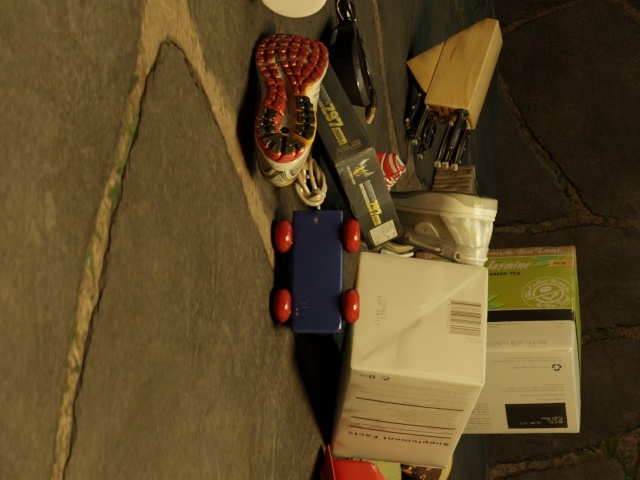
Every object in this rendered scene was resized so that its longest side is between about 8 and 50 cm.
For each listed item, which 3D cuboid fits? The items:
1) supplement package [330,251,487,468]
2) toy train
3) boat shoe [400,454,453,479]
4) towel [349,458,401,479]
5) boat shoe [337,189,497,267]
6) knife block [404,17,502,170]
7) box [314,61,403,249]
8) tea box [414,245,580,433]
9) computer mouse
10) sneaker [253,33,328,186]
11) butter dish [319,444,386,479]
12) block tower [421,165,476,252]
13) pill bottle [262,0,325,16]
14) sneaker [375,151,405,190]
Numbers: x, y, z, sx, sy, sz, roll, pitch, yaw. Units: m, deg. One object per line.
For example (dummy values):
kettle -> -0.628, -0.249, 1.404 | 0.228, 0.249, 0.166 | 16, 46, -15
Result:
supplement package -> 0.117, 0.171, 1.704 | 0.293, 0.175, 0.178 | 99, -2, -59
toy train -> 0.000, 0.000, 1.587 | 0.143, 0.105, 0.248 | 70, 20, -79
boat shoe -> 0.154, 0.325, 2.073 | 0.123, 0.123, 0.342 | 52, -40, 33
towel -> 0.085, 0.356, 1.948 | 0.148, 0.027, 0.110 | -8, 100, -57
boat shoe -> 0.128, -0.014, 1.771 | 0.118, 0.320, 0.103 | 7, 86, -35
knife block -> 0.287, -0.283, 2.496 | 0.242, 0.275, 0.088 | 62, 1, 27
box -> 0.033, -0.119, 1.647 | 0.233, 0.059, 0.183 | 66, -2, -59
tea box -> 0.338, 0.192, 2.434 | 0.324, 0.328, 0.220 | -75, 158, -53
computer mouse -> 0.043, -0.242, 1.869 | 0.262, 0.060, 0.184 | -92, 168, -55
sneaker -> -0.045, -0.161, 1.483 | 0.093, 0.088, 0.225 | 104, -3, -51
butter dish -> 0.066, 0.372, 1.700 | 0.160, 0.118, 0.160 | -104, -174, -68
block tower -> 0.287, -0.044, 2.744 | 0.335, 0.097, 0.091 | -77, 160, -50
pill bottle -> -0.020, -0.371, 1.497 | 0.117, 0.117, 0.215 | 71, 21, -49
sneaker -> 0.112, -0.091, 2.094 | 0.042, 0.067, 0.119 | -51, 138, -68
